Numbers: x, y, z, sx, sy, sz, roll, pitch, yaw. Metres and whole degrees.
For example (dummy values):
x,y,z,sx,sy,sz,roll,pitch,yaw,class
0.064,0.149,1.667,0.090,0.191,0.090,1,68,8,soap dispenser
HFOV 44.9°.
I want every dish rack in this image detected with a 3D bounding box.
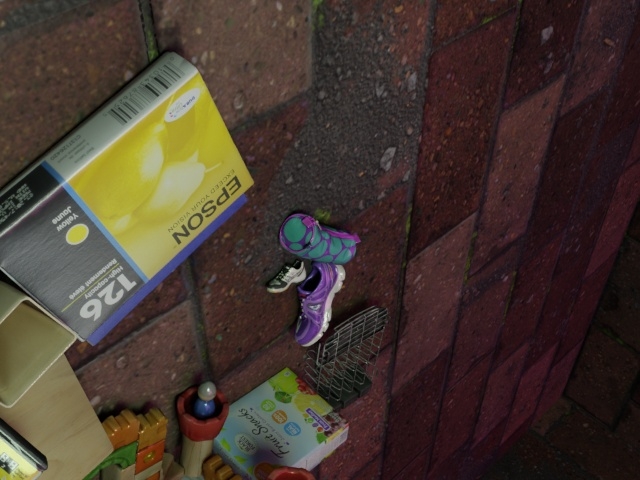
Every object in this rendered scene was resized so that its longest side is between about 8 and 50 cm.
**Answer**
x,y,z,sx,sy,sz,roll,pitch,yaw,class
0.042,0.247,1.574,0.208,0.074,0.271,-26,138,-39,dish rack

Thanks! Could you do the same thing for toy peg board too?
x,y,z,sx,sy,sz,roll,pitch,yaw,class
-0.361,0.237,0.950,0.079,0.160,0.161,-24,-174,22,toy peg board

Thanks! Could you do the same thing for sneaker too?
x,y,z,sx,sy,sz,roll,pitch,yaw,class
-0.019,0.106,1.374,0.071,0.068,0.169,7,108,-39,sneaker
-0.059,0.058,1.291,0.083,0.032,0.036,-30,129,-41,sneaker

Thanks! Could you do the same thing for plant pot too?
x,y,z,sx,sy,sz,roll,pitch,yaw,class
-0.360,0.100,0.859,0.109,0.096,0.109,-48,149,-14,plant pot

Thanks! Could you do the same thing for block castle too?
x,y,z,sx,sy,sz,roll,pitch,yaw,class
-0.253,0.405,1.113,0.453,0.303,0.212,-23,137,-42,block castle

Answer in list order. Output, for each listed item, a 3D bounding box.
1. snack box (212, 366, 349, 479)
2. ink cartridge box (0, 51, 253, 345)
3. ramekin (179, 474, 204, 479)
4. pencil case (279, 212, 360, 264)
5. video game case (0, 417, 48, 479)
x,y,z,sx,sy,sz,roll,pitch,yaw,class
-0.081,0.351,1.409,0.207,0.175,0.070,-31,142,-33,snack box
-0.224,-0.023,0.952,0.303,0.072,0.307,-45,146,-14,ink cartridge box
-0.215,0.509,1.376,0.207,0.109,0.207,-7,101,-38,ramekin
0.000,0.000,1.272,0.070,0.064,0.152,-36,155,21,pencil case
-0.461,0.227,0.762,0.248,0.035,0.275,-45,109,-13,video game case
